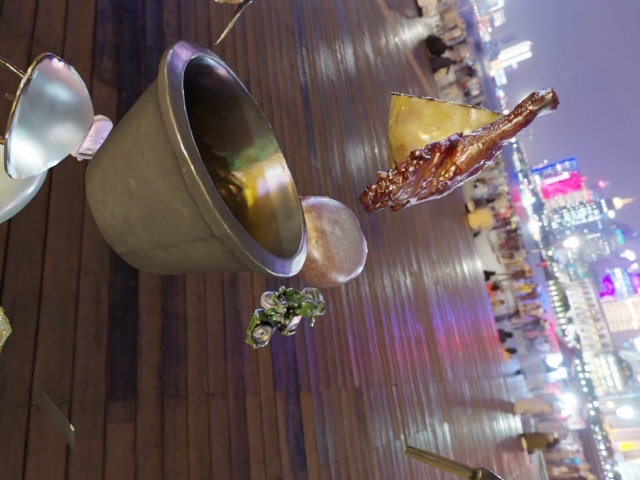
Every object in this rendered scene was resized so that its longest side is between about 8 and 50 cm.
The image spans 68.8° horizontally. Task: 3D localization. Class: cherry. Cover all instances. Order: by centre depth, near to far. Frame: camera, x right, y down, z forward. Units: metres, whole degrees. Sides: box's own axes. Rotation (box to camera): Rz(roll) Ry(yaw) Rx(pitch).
[{"bbox_3d":[0.000,0.003,0.817,0.176,0.140,0.176,34,37,-31],"label":"cherry"}]

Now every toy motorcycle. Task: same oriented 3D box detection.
[{"bbox_3d":[-0.113,0.247,1.501,0.275,0.205,0.127,0,34,-42],"label":"toy motorcycle"}]

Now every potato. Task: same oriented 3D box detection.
[{"bbox_3d":[0.295,-0.234,1.200,0.288,0.301,0.237,-64,167,-73],"label":"potato"}]

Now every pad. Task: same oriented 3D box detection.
[{"bbox_3d":[-0.692,0.460,1.221,0.004,0.193,0.116,-27,139,-47],"label":"pad"}]

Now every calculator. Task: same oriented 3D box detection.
[{"bbox_3d":[-0.751,-0.335,1.532,0.032,0.175,0.100,39,14,12],"label":"calculator"}]

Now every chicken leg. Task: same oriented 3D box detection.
[{"bbox_3d":[0.130,-0.083,0.460,0.053,0.205,0.093,56,-9,13],"label":"chicken leg"}]

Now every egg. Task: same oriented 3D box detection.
[{"bbox_3d":[-1.029,-0.179,1.457,0.371,0.230,0.229,-52,125,-33],"label":"egg"}]

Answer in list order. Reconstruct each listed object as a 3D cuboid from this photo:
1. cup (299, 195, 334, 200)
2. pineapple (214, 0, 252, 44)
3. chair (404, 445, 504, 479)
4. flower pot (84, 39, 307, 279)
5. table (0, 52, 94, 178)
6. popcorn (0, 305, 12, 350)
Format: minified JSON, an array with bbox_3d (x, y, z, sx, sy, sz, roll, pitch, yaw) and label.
[{"bbox_3d":[-0.080,-0.052,1.371,0.280,0.196,0.196,11,60,-26],"label":"cup"},{"bbox_3d":[-0.099,-0.524,0.809,0.158,0.161,0.334,175,-82,-74],"label":"pineapple"},{"bbox_3d":[0.190,0.353,0.495,0.166,0.272,0.188,36,66,-15],"label":"chair"},{"bbox_3d":[-0.141,-0.059,0.525,0.269,0.166,0.268,55,20,-31],"label":"flower pot"},{"bbox_3d":[-0.792,-0.334,1.167,0.317,0.249,0.317,23,90,-89],"label":"table"},{"bbox_3d":[-0.911,0.272,1.144,0.226,0.277,0.276,15,61,-48],"label":"popcorn"}]
